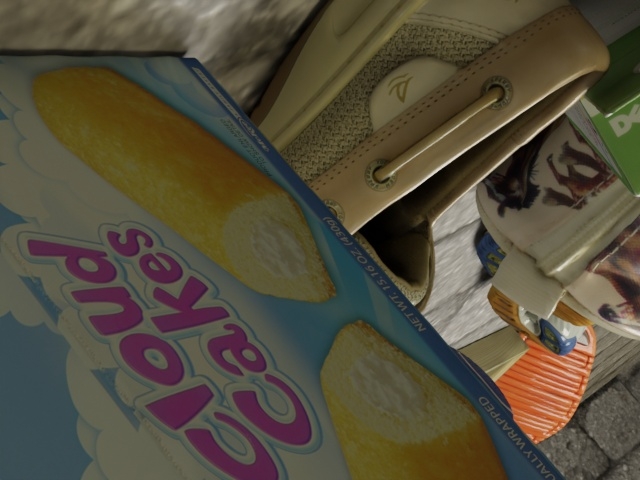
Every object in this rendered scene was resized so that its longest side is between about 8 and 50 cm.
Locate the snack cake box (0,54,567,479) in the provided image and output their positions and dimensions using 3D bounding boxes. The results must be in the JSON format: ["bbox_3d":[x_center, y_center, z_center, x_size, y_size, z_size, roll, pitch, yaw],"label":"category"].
[{"bbox_3d":[-0.026,0.065,0.381,0.089,0.264,0.152,-49,162,26],"label":"snack cake box"}]

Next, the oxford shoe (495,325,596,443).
[{"bbox_3d":[0.229,0.199,1.642,0.363,0.130,0.132,-60,-172,34],"label":"oxford shoe"}]

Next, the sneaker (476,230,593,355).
[{"bbox_3d":[0.204,-0.001,1.055,0.131,0.112,0.296,-52,170,-8],"label":"sneaker"}]

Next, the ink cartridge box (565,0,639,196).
[{"bbox_3d":[0.164,-0.083,0.585,0.109,0.062,0.209,-31,-165,9],"label":"ink cartridge box"}]

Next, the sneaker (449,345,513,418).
[{"bbox_3d":[0.026,0.193,1.131,0.315,0.127,0.182,-38,169,20],"label":"sneaker"}]

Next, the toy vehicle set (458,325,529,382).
[{"bbox_3d":[0.108,0.209,1.476,0.267,0.035,0.166,-49,162,29],"label":"toy vehicle set"}]

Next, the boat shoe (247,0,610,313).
[{"bbox_3d":[0.000,0.000,0.565,0.302,0.098,0.109,-49,162,29],"label":"boat shoe"}]

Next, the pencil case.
[{"bbox_3d":[0.269,-0.112,0.757,0.410,0.160,0.183,-48,161,26],"label":"pencil case"}]
